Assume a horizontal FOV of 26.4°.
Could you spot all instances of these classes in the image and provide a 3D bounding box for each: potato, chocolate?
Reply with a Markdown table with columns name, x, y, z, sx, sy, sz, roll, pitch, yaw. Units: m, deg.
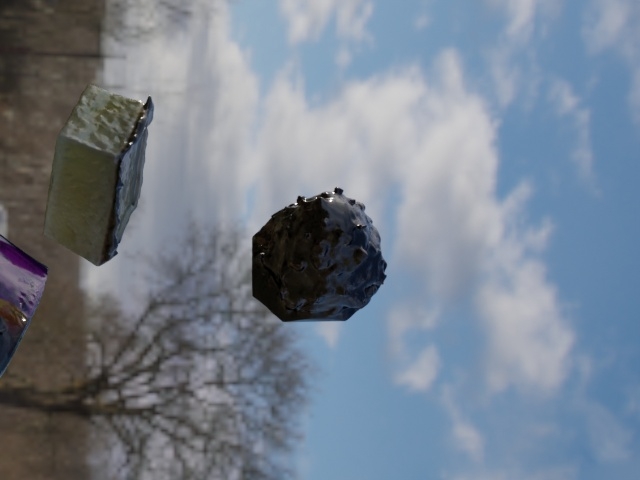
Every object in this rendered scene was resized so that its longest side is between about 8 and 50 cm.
| name | x | y | z | sx | sy | sz | roll | pitch | yaw |
| --- | --- | --- | --- | --- | --- | --- | --- | --- | --- |
| potato | -0.164 | -0.052 | 1.016 | 0.122 | 0.061 | 0.086 | 108 | -1 | -47 |
| chocolate | 0.000 | 0.000 | 1.448 | 0.133 | 0.156 | 0.156 | 93 | -6 | -68 |

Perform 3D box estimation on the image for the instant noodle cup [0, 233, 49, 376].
| name | x | y | z | sx | sy | sz | roll | pitch | yaw |
| --- | --- | --- | --- | --- | --- | --- | --- | --- | --- |
| instant noodle cup | -0.301 | 0.049 | 0.857 | 0.251 | 0.190 | 0.251 | -50 | -163 | 21 |
